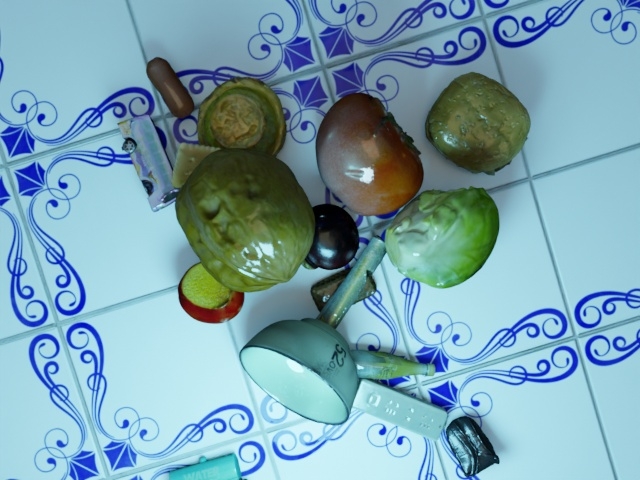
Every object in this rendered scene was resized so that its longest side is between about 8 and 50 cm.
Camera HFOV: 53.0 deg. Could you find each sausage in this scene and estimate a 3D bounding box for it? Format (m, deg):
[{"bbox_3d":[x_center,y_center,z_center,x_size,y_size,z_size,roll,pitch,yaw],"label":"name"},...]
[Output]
[{"bbox_3d":[-0.440,-0.447,1.880,0.077,0.077,0.194,-34,92,1],"label":"sausage"}]

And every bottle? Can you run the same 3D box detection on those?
[{"bbox_3d":[0.208,0.375,1.917,0.269,0.083,0.083,5,93,-4],"label":"bottle"}]

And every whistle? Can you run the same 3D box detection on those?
[{"bbox_3d":[0.091,0.131,1.862,0.068,0.057,0.327,35,92,-2],"label":"whistle"}]

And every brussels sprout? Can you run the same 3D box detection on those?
[{"bbox_3d":[0.335,-0.021,1.791,0.343,0.268,0.344,-16,129,-21],"label":"brussels sprout"}]

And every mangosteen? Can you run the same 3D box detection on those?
[{"bbox_3d":[0.000,0.000,1.858,0.230,0.194,0.194,-25,93,26],"label":"mangosteen"}]

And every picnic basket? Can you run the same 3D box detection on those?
[{"bbox_3d":[0.070,0.149,1.919,0.193,0.055,0.110,-25,93,-1],"label":"picnic basket"}]

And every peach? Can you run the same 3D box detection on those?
[{"bbox_3d":[-0.314,0.149,1.848,0.190,0.192,0.190,4,81,-26],"label":"peach"}]

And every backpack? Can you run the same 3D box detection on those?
[{"bbox_3d":[0.445,0.610,1.919,0.119,0.106,0.165,-22,73,-8],"label":"backpack"}]

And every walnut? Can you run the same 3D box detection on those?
[{"bbox_3d":[-0.199,-0.052,1.714,0.307,0.354,0.398,-26,70,-41],"label":"walnut"}]

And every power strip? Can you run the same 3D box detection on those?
[{"bbox_3d":[0.227,0.501,1.933,0.338,0.058,0.098,22,93,-1],"label":"power strip"}]

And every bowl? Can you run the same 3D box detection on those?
[{"bbox_3d":[-0.034,0.345,1.821,0.353,0.354,0.185,37,58,-2],"label":"bowl"}]

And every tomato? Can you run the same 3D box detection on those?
[{"bbox_3d":[0.119,-0.225,1.771,0.272,0.341,0.341,-37,92,16],"label":"tomato"}]

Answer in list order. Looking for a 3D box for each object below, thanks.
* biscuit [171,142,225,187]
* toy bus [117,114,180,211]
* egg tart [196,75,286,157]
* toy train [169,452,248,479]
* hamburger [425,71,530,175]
[{"bbox_3d":[-0.293,-0.196,1.837,0.249,0.030,0.160,7,133,-20],"label":"biscuit"},{"bbox_3d":[-0.500,-0.226,1.883,0.112,0.090,0.274,-22,94,-8],"label":"toy bus"},{"bbox_3d":[-0.232,-0.339,1.868,0.288,0.118,0.289,0,89,0],"label":"egg tart"},{"bbox_3d":[-0.340,0.733,1.933,0.248,0.101,0.159,-15,77,0],"label":"toy train"},{"bbox_3d":[0.456,-0.334,1.854,0.283,0.144,0.260,29,90,-7],"label":"hamburger"}]
